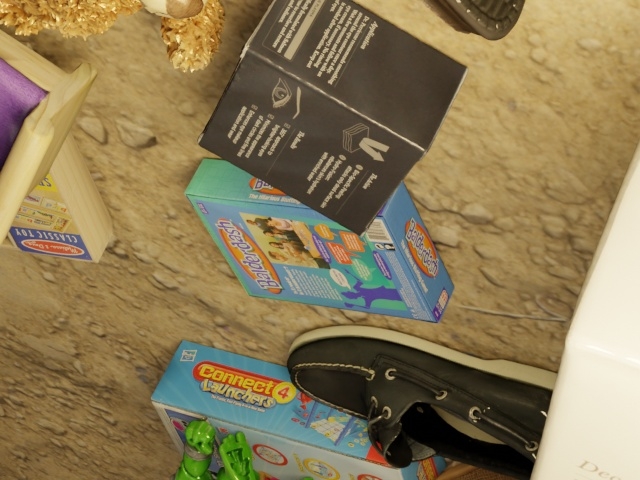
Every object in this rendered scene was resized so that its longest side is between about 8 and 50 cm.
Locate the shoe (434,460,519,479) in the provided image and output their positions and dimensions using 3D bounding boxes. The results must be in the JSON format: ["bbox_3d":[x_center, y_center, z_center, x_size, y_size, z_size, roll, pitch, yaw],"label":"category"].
[{"bbox_3d":[0.201,0.236,1.718,0.219,0.058,0.076,-23,104,49],"label":"shoe"}]

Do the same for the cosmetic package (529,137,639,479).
[{"bbox_3d":[0.339,0.091,1.097,0.327,0.329,0.394,20,149,12],"label":"cosmetic package"}]

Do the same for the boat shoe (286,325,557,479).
[{"bbox_3d":[0.103,0.175,1.631,0.340,0.113,0.127,13,148,23],"label":"boat shoe"}]

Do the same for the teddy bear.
[{"bbox_3d":[-0.177,-0.213,1.251,0.338,0.113,0.245,12,149,25],"label":"teddy bear"}]

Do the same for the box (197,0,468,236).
[{"bbox_3d":[0.007,-0.104,1.291,0.158,0.093,0.156,30,150,-4],"label":"box"}]

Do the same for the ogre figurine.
[{"bbox_3d":[-0.087,0.279,1.790,0.197,0.097,0.118,27,141,-23],"label":"ogre figurine"}]

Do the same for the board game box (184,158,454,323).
[{"bbox_3d":[0.000,0.000,1.505,0.210,0.047,0.160,7,145,30],"label":"board game box"}]

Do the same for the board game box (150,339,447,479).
[{"bbox_3d":[-0.006,0.262,1.881,0.302,0.086,0.308,13,147,23],"label":"board game box"}]

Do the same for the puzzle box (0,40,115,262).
[{"bbox_3d":[-0.429,-0.101,1.635,0.409,0.052,0.272,7,144,20],"label":"puzzle box"}]

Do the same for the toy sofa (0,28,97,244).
[{"bbox_3d":[-0.389,-0.149,1.383,0.362,0.177,0.150,34,129,-1],"label":"toy sofa"}]

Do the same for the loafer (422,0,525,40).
[{"bbox_3d":[0.053,-0.220,1.103,0.220,0.080,0.078,46,155,-21],"label":"loafer"}]
